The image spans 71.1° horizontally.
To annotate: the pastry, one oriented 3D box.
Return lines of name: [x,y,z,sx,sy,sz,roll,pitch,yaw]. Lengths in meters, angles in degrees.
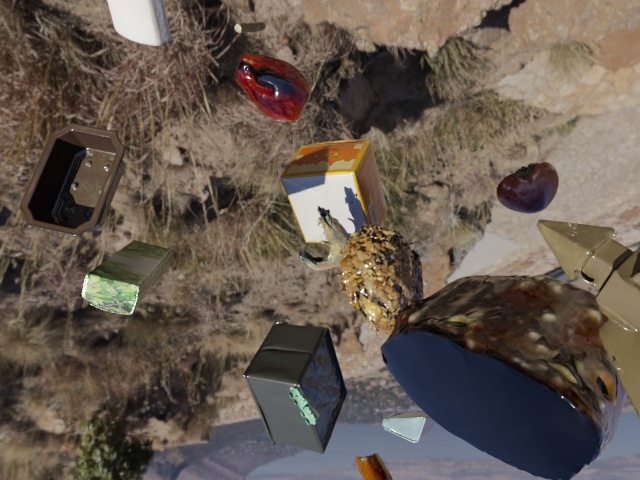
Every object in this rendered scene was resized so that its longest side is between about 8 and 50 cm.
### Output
pastry: [0.132,0.091,1.079,0.193,0.274,0.275,-8,151,37]

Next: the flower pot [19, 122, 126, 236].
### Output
flower pot: [-0.531,-0.125,1.000,0.179,0.250,0.084,12,165,4]

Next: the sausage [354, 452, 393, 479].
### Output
sausage: [0.168,0.685,1.149,0.103,0.302,0.076,28,109,-26]

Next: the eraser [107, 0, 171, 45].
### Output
eraser: [-0.485,-0.660,1.147,0.174,0.095,0.270,27,140,20]

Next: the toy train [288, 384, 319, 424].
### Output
toy train: [-0.035,0.353,0.969,0.029,0.092,0.045,-36,169,6]

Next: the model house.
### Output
model house: [0.324,0.038,0.415,0.176,0.248,0.180,-33,145,-22]

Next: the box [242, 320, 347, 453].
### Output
box: [-0.071,0.488,1.495,0.205,0.251,0.345,0,123,25]

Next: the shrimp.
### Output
shrimp: [0.000,0.000,1.268,0.152,0.046,0.219,-24,129,-1]

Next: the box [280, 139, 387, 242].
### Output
box: [0.057,-0.160,1.495,0.260,0.213,0.283,2,131,27]

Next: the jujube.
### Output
jujube: [-0.143,-0.453,1.318,0.236,0.168,0.168,30,143,-9]

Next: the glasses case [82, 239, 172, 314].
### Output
glasses case: [-0.382,0.066,0.914,0.095,0.062,0.272,15,-170,-8]

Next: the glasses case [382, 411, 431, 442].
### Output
glasses case: [0.240,0.476,1.154,0.105,0.056,0.266,-10,160,18]

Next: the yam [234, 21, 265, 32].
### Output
yam: [-0.225,-0.691,1.453,0.032,0.145,0.032,13,121,23]

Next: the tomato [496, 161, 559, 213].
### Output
tomato: [0.551,-0.125,1.163,0.159,0.091,0.139,-25,139,8]

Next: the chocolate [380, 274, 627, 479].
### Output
chocolate: [0.267,0.156,0.633,0.340,0.210,0.225,-2,122,60]
